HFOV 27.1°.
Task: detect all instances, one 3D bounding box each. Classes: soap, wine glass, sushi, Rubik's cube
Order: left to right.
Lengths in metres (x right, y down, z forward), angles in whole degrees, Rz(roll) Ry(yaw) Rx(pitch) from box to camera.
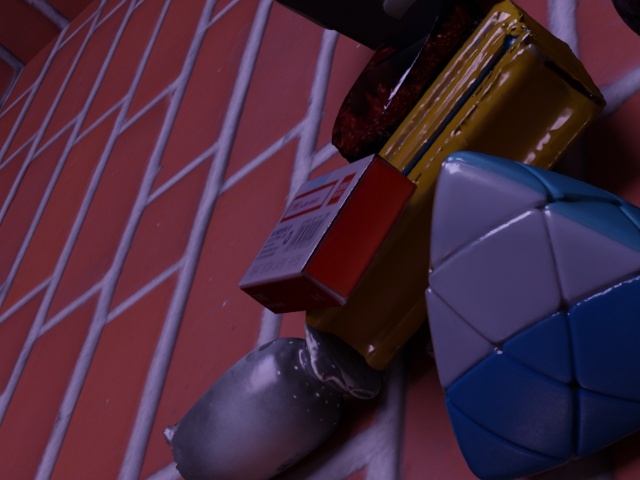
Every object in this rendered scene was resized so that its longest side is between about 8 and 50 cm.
[{"bbox_3d":[-0.045,0.158,1.243,0.204,0.111,0.111,-38,26,19],"label":"wine glass"},{"bbox_3d":[0.119,-0.154,1.423,0.225,0.126,0.136,-57,25,-2],"label":"sushi"},{"bbox_3d":[0.115,-0.057,1.212,0.324,0.096,0.204,-52,12,19],"label":"soap"},{"bbox_3d":[0.184,0.020,0.915,0.254,0.254,0.254,-39,25,23],"label":"Rubik's cube"}]

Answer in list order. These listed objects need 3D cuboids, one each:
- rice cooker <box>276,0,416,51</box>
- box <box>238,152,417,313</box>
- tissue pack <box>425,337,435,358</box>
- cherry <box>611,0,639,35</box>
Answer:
[{"bbox_3d":[0.072,-0.387,1.662,0.288,0.277,0.288,-58,16,27],"label":"rice cooker"},{"bbox_3d":[0.000,0.000,1.161,0.123,0.050,0.229,-57,11,-14],"label":"box"},{"bbox_3d":[0.163,0.040,1.130,0.112,0.051,0.156,-12,44,61],"label":"tissue pack"},{"bbox_3d":[0.335,-0.247,1.106,0.195,0.195,0.195,-39,25,23],"label":"cherry"}]
